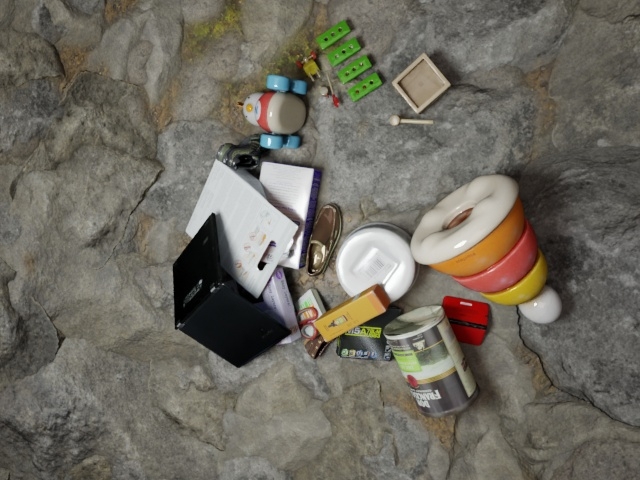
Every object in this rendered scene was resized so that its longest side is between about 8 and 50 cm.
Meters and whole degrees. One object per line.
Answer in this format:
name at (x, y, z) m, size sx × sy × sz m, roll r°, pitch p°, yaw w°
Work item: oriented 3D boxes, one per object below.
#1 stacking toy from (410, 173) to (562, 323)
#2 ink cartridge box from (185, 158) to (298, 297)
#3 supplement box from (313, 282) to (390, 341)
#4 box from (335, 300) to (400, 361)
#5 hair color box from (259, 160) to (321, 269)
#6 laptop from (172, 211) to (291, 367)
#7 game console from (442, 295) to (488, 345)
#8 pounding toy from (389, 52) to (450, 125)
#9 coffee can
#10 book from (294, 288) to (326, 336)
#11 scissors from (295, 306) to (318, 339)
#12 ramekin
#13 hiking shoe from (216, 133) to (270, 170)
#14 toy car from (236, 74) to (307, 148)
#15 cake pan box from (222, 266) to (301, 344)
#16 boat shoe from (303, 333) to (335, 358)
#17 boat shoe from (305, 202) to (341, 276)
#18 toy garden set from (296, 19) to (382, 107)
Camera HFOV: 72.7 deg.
stacking toy at (0.534, 0.076, 1.286) m, size 0.351 × 0.350 × 0.480 m, roll -41°, pitch 103°, yaw 13°
ink cartridge box at (-0.257, -0.045, 1.460) m, size 0.385 × 0.091 × 0.308 m, roll 39°, pitch 115°, yaw 19°
supplement box at (0.095, 0.224, 1.344) m, size 0.234 × 0.080 × 0.078 m, roll -33°, pitch 93°, yaw 23°
box at (0.158, 0.302, 1.447) m, size 0.191 × 0.045 × 0.183 m, roll 8°, pitch 99°, yaw -10°
hair color box at (-0.121, -0.086, 1.485) m, size 0.186 × 0.110 × 0.338 m, roll 11°, pitch 95°, yaw 14°
laptop at (-0.326, 0.188, 1.495) m, size 0.382 × 0.237 × 0.407 m, roll -41°, pitch 51°, yaw 41°
game console at (0.463, 0.261, 1.421) m, size 0.144 × 0.085 × 0.124 m, roll 10°, pitch 65°, yaw 12°
pounding toy at (0.305, -0.441, 1.372) m, size 0.206 × 0.094 × 0.181 m, roll -40°, pitch 90°, yaw 22°
coffee can at (0.341, 0.368, 1.348) m, size 0.202 × 0.201 × 0.275 m, roll -24°, pitch 93°, yaw 14°
book at (-0.028, 0.253, 1.490) m, size 0.096 × 0.035 × 0.144 m, roll -43°, pitch 55°, yaw 25°
scissors at (-0.113, 0.316, 1.525) m, size 0.297 × 0.021 × 0.108 m, roll -27°, pitch 67°, yaw 37°
ramekin at (0.182, 0.078, 1.411) m, size 0.278 × 0.135 × 0.276 m, roll 1°, pitch 94°, yaw 13°
hiking shoe at (-0.230, -0.282, 1.449) m, size 0.114 × 0.227 × 0.086 m, roll 43°, pitch 138°, yaw 18°
toy car at (-0.190, -0.431, 1.441) m, size 0.238 × 0.210 × 0.218 m, roll 16°, pitch 109°, yaw 24°
cake pan box at (-0.206, 0.232, 1.508) m, size 0.246 × 0.070 × 0.266 m, roll -15°, pitch 90°, yaw 33°
boat shoe at (0.028, 0.320, 1.489) m, size 0.207 × 0.073 × 0.073 m, roll -52°, pitch 49°, yaw 19°
boat shoe at (0.008, 0.002, 1.466) m, size 0.095 × 0.095 × 0.257 m, roll 13°, pitch 97°, yaw 12°
toy garden set at (0.056, -0.561, 1.442) m, size 0.204 × 0.049 × 0.244 m, roll -30°, pitch 88°, yaw 12°
